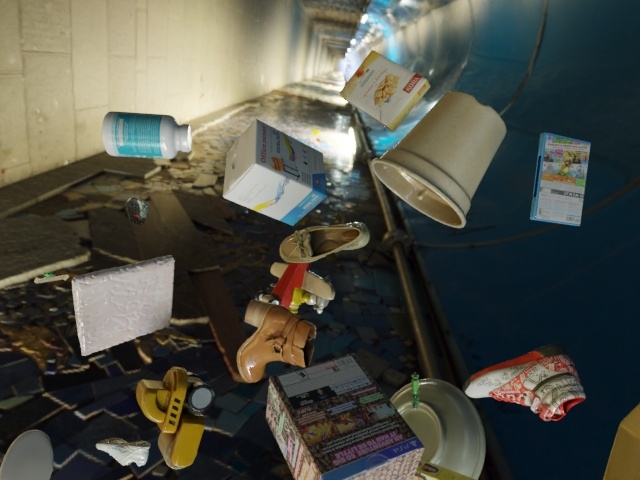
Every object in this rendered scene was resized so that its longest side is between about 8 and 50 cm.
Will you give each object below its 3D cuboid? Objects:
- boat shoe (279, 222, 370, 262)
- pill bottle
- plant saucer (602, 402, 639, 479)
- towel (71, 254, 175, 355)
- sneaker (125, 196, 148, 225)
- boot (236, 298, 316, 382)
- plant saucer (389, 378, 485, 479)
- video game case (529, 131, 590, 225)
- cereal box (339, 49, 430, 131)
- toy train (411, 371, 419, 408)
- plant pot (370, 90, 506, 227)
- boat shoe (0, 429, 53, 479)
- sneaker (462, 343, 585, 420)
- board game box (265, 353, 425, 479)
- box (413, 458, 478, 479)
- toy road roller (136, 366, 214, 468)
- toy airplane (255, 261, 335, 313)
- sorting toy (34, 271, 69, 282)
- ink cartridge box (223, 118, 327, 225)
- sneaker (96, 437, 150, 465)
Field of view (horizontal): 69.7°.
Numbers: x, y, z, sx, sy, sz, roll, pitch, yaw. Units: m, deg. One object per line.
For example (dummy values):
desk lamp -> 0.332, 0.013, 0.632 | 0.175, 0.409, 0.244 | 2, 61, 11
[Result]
boat shoe -> 0.000, 0.000, 1.351 | 0.089, 0.285, 0.105 | 7, 68, -70
pill bottle -> -0.567, -0.347, 1.525 | 0.146, 0.263, 0.146 | -178, -90, -84
plant saucer -> 0.686, 0.491, 0.969 | 0.333, 0.081, 0.333 | -51, 149, -28
towel -> -0.674, 0.217, 1.599 | 0.331, 0.053, 0.317 | -16, 129, -42
sneaker -> -0.651, -0.122, 1.645 | 0.161, 0.057, 0.075 | 112, -6, -58
boot -> -0.121, 0.324, 1.342 | 0.109, 0.220, 0.284 | -12, 116, -61
plant saucer -> 0.321, 0.635, 1.479 | 0.400, 0.100, 0.401 | -28, -137, 30
video game case -> 0.468, -0.117, 0.895 | 0.015, 0.119, 0.166 | -168, -96, -70
cereal box -> 0.190, -0.459, 1.401 | 0.173, 0.240, 0.047 | -52, 145, 8
toy train -> 0.211, 0.335, 1.023 | 0.024, 0.017, 0.083 | -42, 130, -74
plant pot -> 0.372, -0.257, 1.373 | 0.305, 0.333, 0.334 | -54, 180, -2
boat shoe -> -0.800, 0.682, 1.231 | 0.158, 0.127, 0.341 | -18, -113, 53
sneaker -> 0.475, 0.361, 1.086 | 0.270, 0.090, 0.145 | -33, -133, 26
board game box -> 0.040, 0.423, 1.022 | 0.291, 0.232, 0.141 | 48, -43, 48
box -> 0.305, 0.633, 1.178 | 0.058, 0.232, 0.087 | -10, 96, -47
toy road roller -> -0.545, 0.620, 1.642 | 0.202, 0.240, 0.330 | 0, -105, 60
toy airplane -> -0.092, 0.194, 2.147 | 0.384, 0.272, 0.386 | -33, -141, 25
sorting toy -> -0.580, 0.078, 0.994 | 0.083, 0.062, 0.012 | -21, -104, 51
ink cartridge box -> -0.127, -0.184, 1.278 | 0.168, 0.232, 0.171 | -37, -135, 39
sneaker -> -0.524, 0.558, 1.210 | 0.053, 0.152, 0.061 | 23, 70, -77
